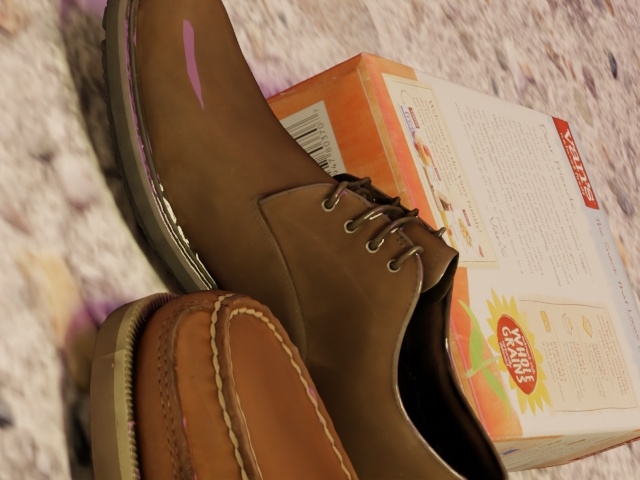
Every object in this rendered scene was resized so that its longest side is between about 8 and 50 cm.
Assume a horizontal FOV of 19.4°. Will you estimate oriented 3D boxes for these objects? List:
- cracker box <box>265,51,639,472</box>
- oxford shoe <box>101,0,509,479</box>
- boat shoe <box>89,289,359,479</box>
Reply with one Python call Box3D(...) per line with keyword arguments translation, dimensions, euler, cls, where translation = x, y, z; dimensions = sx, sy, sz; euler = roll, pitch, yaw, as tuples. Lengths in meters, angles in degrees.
Box3D(translation=(0.066, 0.018, 0.798), dimensions=(0.232, 0.067, 0.156), euler=(8, 61, -61), cls="cracker box")
Box3D(translation=(0.000, 0.000, 0.648), dimensions=(0.227, 0.096, 0.083), euler=(63, 26, -1), cls="oxford shoe")
Box3D(translation=(0.026, 0.148, 0.549), dimensions=(0.110, 0.104, 0.307), euler=(1, 67, -64), cls="boat shoe")
